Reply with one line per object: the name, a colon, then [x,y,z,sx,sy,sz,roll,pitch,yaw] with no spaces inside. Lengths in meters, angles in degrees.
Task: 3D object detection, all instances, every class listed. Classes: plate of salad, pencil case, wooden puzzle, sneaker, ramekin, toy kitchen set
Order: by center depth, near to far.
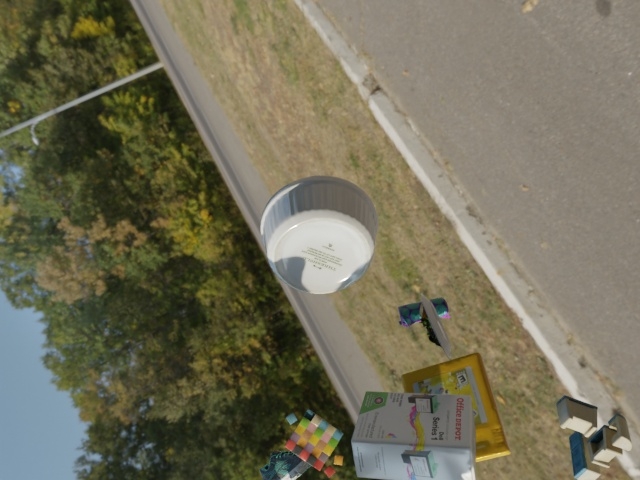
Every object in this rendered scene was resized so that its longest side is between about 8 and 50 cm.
wooden puzzle: [-0.007,0.229,0.606,0.083,0.049,0.006,34,168,2]
sneaker: [-0.073,0.472,1.115,0.076,0.166,0.065,50,-158,23]
ramekin: [0.000,0.000,1.177,0.127,0.273,0.272,-95,-13,-53]
toy kitchen set: [0.624,0.464,1.287,0.122,0.166,0.207,-66,-7,-51]
plate of salad: [0.313,0.241,1.469,0.199,0.048,0.199,59,-167,-23]
pencil case: [0.313,0.219,1.608,0.064,0.152,0.070,88,167,-63]

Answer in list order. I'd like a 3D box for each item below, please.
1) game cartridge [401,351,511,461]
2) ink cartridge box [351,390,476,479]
game cartridge: [0.422,0.550,1.698,0.052,0.286,0.323,47,-153,-45]
ink cartridge box: [0.236,0.481,1.303,0.201,0.279,0.117,-53,-43,-64]
